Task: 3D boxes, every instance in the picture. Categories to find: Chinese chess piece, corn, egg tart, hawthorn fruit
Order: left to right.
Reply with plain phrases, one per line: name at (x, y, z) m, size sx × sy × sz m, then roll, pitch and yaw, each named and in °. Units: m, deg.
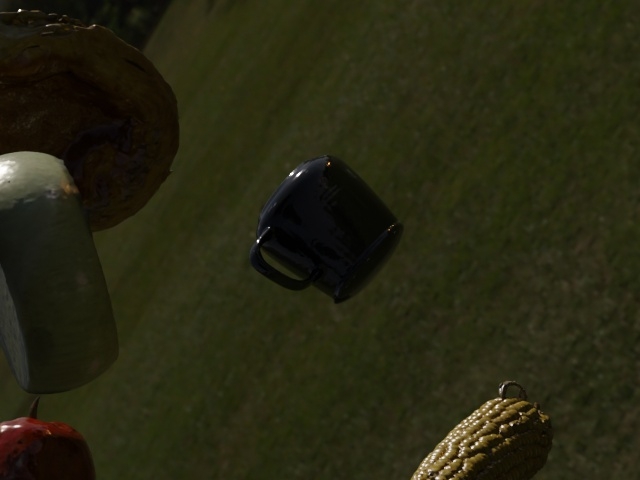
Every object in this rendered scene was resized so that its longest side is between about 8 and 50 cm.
hawthorn fruit at (-0.382, 0.303, 1.759) m, size 0.179 × 0.179 × 0.200 m, roll 152°, pitch 118°, yaw -68°
Chinese chess piece at (-0.288, 0.033, 1.376) m, size 0.101 × 0.250 × 0.250 m, roll -17°, pitch 0°, yaw -19°
egg tart at (-0.348, -0.152, 1.667) m, size 0.352 × 0.352 × 0.150 m, roll -52°, pitch 32°, yaw 32°
corn at (0.171, 0.240, 1.426) m, size 0.106 × 0.106 × 0.293 m, roll -54°, pitch -12°, yaw 26°

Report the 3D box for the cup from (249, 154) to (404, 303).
cup at (0.000, 0.000, 1.852) m, size 0.223 × 0.176 × 0.169 m, roll -43°, pitch -8°, yaw -41°
